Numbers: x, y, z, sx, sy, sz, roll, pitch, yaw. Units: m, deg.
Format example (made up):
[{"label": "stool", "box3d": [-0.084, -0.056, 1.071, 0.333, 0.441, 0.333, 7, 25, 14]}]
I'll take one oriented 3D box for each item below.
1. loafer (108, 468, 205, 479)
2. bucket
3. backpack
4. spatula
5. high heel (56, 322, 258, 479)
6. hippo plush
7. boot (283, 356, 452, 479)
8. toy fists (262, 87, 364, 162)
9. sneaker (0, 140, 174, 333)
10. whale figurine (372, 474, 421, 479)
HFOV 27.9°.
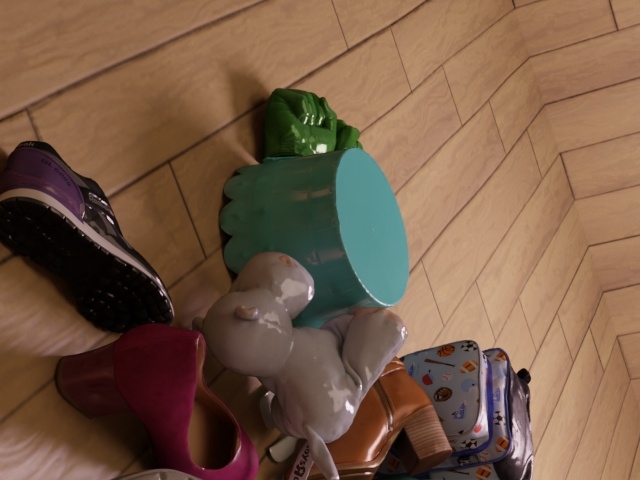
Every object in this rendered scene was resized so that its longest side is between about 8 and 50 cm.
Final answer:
[{"label": "loafer", "box3d": [-0.152, 0.330, 1.502, 0.319, 0.111, 0.112, 19, 59, -45]}, {"label": "bucket", "box3d": [0.000, 0.000, 1.891, 0.281, 0.183, 0.281, 40, 43, -51]}, {"label": "backpack", "box3d": [0.190, 0.299, 2.043, 0.213, 0.263, 0.276, 53, 29, -30]}, {"label": "spatula", "box3d": [-0.022, 0.274, 1.900, 0.242, 0.019, 0.168, -28, 101, -64]}, {"label": "high heel", "box3d": [-0.129, 0.210, 1.520, 0.377, 0.181, 0.127, 39, 43, -52]}, {"label": "hippo plush", "box3d": [-0.059, 0.153, 1.704, 0.236, 0.234, 0.294, 38, 58, -12]}, {"label": "boot", "box3d": [0.034, 0.252, 1.868, 0.283, 0.109, 0.220, -15, 58, -26]}, {"label": "toy fists", "box3d": [-0.002, -0.149, 2.069, 0.279, 0.096, 0.142, 36, 45, -52]}, {"label": "sneaker", "box3d": [-0.254, -0.006, 1.473, 0.283, 0.107, 0.124, 51, 29, -42]}, {"label": "whale figurine", "box3d": [0.135, 0.470, 1.935, 0.216, 0.141, 0.272, 45, -27, 53]}]
